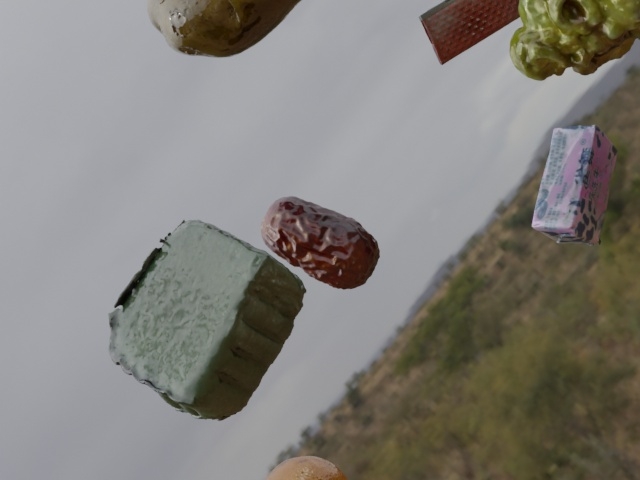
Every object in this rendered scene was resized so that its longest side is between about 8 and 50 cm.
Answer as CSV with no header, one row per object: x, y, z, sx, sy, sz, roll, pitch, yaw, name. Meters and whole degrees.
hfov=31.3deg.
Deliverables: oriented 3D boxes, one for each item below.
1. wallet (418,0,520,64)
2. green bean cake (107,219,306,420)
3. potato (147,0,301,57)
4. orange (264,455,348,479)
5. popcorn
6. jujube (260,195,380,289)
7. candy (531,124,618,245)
0.273,-0.401,2.008,0.196,0.103,0.020,-33,23,-8,wallet
-0.152,0.101,1.455,0.227,0.222,0.125,-57,-43,-8,green bean cake
-0.076,-0.387,1.614,0.369,0.176,0.195,-32,-10,15,potato
-0.024,0.511,2.098,0.224,0.170,0.224,-20,-64,-47,orange
0.440,-0.393,1.881,0.173,0.225,0.286,-33,-43,-56,popcorn
0.000,0.000,1.642,0.109,0.176,0.112,-55,-10,-35,jujube
0.362,-0.075,1.614,0.092,0.073,0.160,28,-106,-49,candy
